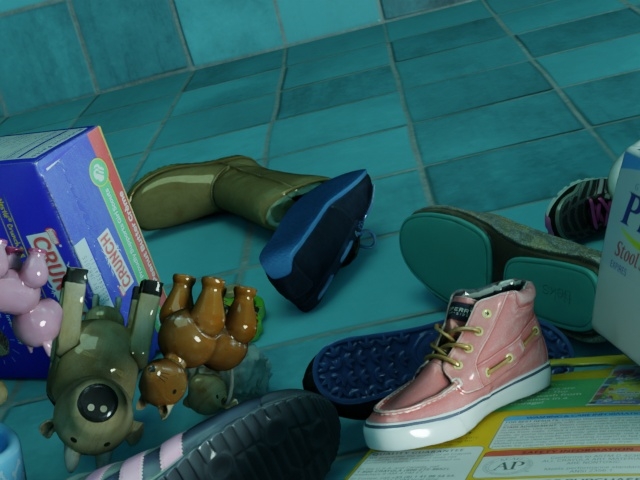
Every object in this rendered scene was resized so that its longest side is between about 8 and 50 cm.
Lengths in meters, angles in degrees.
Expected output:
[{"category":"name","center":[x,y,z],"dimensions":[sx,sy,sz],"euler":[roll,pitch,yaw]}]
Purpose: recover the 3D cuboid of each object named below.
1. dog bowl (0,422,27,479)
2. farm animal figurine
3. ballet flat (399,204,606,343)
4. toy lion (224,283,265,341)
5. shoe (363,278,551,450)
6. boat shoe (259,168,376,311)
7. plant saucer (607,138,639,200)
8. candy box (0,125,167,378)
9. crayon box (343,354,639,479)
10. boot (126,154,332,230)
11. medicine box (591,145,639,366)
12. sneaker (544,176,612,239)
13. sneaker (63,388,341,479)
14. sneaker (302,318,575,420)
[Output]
[{"category":"dog bowl","center":[-0.394,0.198,0.953],"dimensions":[0.297,0.074,0.166],"euler":[5,10,-9]},{"category":"farm animal figurine","center":[-0.220,0.108,0.971],"dimensions":[0.330,0.172,0.327],"euler":[8,-8,4]},{"category":"ballet flat","center":[0.205,0.033,1.114],"dimensions":[0.106,0.107,0.316],"euler":[-3,17,-32]},{"category":"toy lion","center":[-0.099,0.090,1.254],"dimensions":[0.096,0.034,0.100],"euler":[14,33,41]},{"category":"shoe","center":[0.092,0.081,0.769],"dimensions":[0.178,0.081,0.063],"euler":[-16,10,-41]},{"category":"boat shoe","center":[0.000,0.000,1.346],"dimensions":[0.109,0.089,0.258],"euler":[-17,20,37]},{"category":"plant saucer","center":[0.492,-0.050,1.098],"dimensions":[0.401,0.100,0.400],"euler":[-14,20,5]},{"category":"candy box","center":[-0.353,0.020,1.267],"dimensions":[0.317,0.268,0.122],"euler":[-2,27,31]},{"category":"crayon box","center":[0.141,0.160,0.742],"dimensions":[0.203,0.083,0.323],"euler":[-7,9,22]},{"category":"boot","center":[-0.128,-0.058,1.583],"dimensions":[0.236,0.089,0.269],"euler":[-24,23,-24]},{"category":"medicine box","center":[0.374,0.042,0.740],"dimensions":[0.289,0.149,0.263],"euler":[2,16,-14]},{"category":"sneaker","center":[0.331,-0.040,1.239],"dimensions":[0.170,0.063,0.075],"euler":[-16,13,-17]},{"category":"sneaker","center":[-0.134,0.195,0.871],"dimensions":[0.319,0.112,0.131],"euler":[-25,24,-30]},{"category":"sneaker","center":[0.099,0.111,0.978],"dimensions":[0.232,0.081,0.090],"euler":[-2,-16,-9]}]
